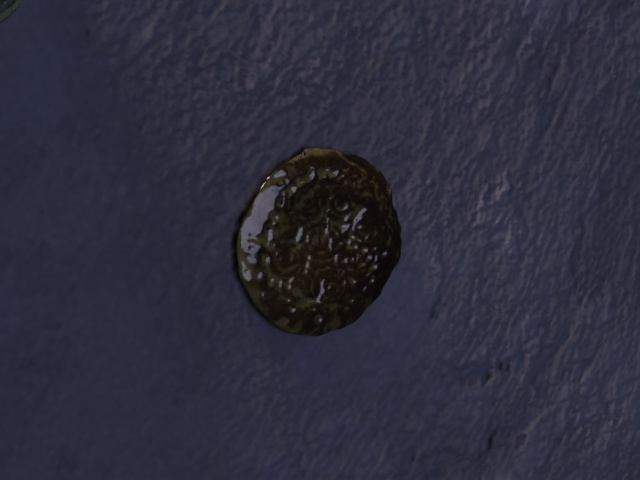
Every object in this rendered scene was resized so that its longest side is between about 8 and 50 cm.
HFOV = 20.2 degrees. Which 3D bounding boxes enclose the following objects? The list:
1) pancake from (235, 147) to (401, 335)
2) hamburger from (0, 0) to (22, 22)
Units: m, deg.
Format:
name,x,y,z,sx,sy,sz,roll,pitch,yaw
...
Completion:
name,x,y,z,sx,sy,sz,roll,pitch,yaw
pancake,0.001,0.000,1.012,0.115,0.011,0.115,-11,108,-36
hamburger,-0.175,-0.156,0.803,0.133,0.062,0.140,-23,112,-33
